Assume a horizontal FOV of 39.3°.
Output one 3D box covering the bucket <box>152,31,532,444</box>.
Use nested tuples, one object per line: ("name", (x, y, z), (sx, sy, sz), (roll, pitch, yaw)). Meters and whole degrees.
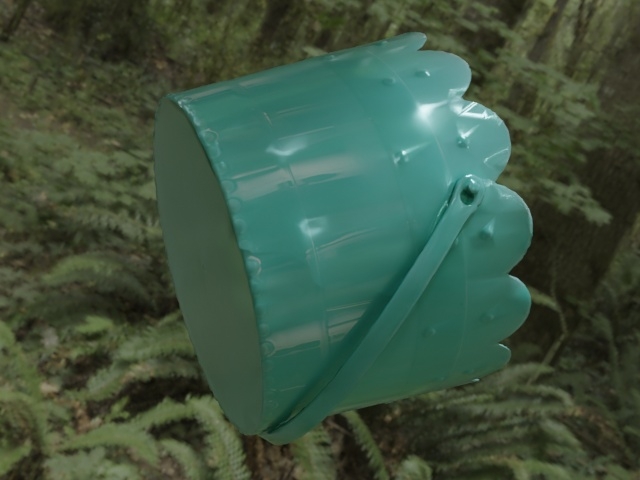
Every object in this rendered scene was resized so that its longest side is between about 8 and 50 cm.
("bucket", (0.000, 0.000, 0.642), (0.183, 0.281, 0.281), (-14, 24, -19))
